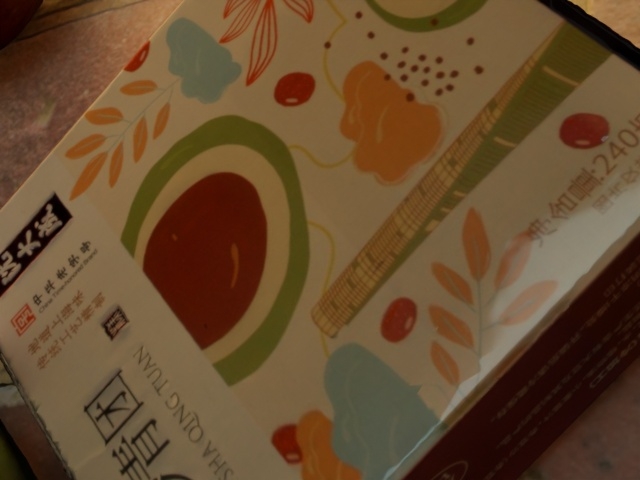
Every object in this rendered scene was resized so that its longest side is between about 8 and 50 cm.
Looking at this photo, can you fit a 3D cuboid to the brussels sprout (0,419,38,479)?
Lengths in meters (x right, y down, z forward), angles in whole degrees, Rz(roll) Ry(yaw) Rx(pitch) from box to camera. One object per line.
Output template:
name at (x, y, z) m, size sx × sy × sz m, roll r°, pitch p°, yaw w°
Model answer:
brussels sprout at (-0.310, 0.197, 0.679) m, size 0.259 × 0.227 × 0.294 m, roll -39°, pitch 46°, yaw -11°

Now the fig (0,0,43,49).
fig at (-0.340, -0.255, 0.905) m, size 0.263 × 0.224 × 0.224 m, roll -23°, pitch 59°, yaw 13°

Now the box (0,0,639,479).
box at (0.000, 0.000, 0.651) m, size 0.385 × 0.122 × 0.344 m, roll -47°, pitch 55°, yaw 6°
